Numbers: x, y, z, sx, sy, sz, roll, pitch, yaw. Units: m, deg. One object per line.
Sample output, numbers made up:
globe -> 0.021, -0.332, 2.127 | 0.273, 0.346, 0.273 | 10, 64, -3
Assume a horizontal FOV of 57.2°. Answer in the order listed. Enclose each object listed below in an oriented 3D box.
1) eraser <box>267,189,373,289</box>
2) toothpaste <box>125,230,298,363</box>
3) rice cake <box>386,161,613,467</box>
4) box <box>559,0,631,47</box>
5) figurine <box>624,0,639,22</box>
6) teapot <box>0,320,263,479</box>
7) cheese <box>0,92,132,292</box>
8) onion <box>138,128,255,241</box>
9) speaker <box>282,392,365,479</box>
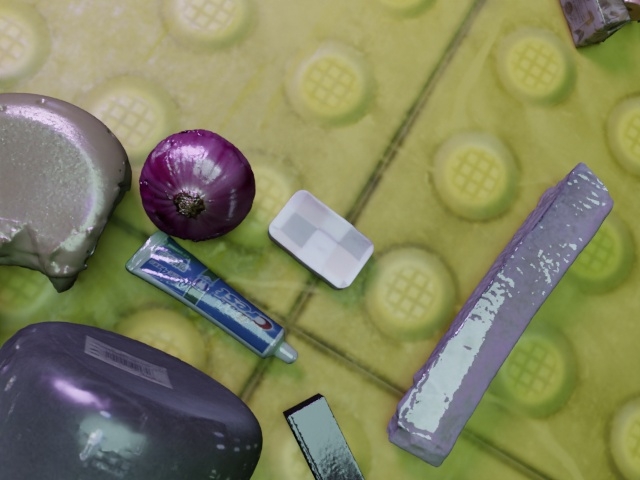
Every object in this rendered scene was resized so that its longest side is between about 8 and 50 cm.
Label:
eraser -> 0.000, 0.000, 0.627 | 0.105, 0.026, 0.065 | 37, 76, -1
toothpaste -> -0.105, 0.064, 0.599 | 0.197, 0.035, 0.057 | 36, 62, 0
rice cake -> 0.193, 0.072, 0.627 | 0.073, 0.056, 0.365 | 36, 78, 4
box -> 0.322, -0.287, 0.698 | 0.045, 0.062, 0.098 | -16, 83, -11
figurine -> 0.418, -0.402, 0.696 | 0.200, 0.133, 0.276 | 17, 82, 24
teapot -> -0.222, 0.220, 0.444 | 0.223, 0.305, 0.285 | 21, 84, 40
cheese -> -0.289, -0.057, 0.563 | 0.203, 0.091, 0.175 | 19, 80, -3
onion -> -0.123, -0.056, 0.589 | 0.115, 0.115, 0.104 | 6, 36, -7
speaker -> 0.025, 0.250, 0.585 | 0.046, 0.040, 0.191 | -25, 85, -13
